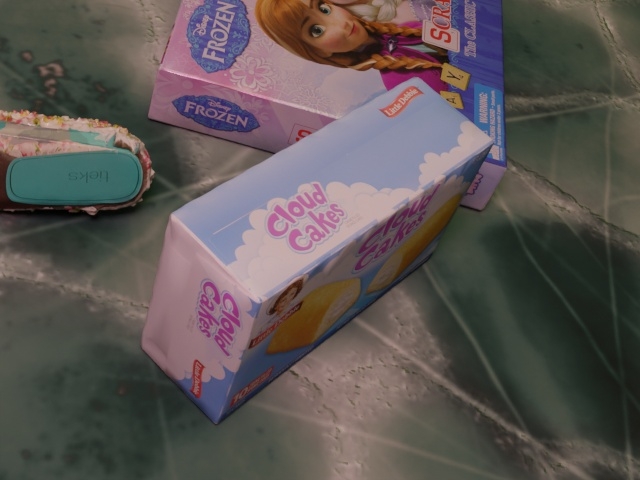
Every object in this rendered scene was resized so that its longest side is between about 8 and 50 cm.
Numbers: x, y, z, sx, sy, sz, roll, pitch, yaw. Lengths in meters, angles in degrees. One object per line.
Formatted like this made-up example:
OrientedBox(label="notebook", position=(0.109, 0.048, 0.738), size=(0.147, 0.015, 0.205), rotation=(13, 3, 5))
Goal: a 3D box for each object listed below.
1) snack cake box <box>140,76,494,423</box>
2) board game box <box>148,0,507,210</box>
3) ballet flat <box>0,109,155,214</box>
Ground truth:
OrientedBox(label="snack cake box", position=(0.000, 0.000, 0.761), size=(0.089, 0.152, 0.264), rotation=(43, 50, 16))
OrientedBox(label="board game box", position=(0.022, -0.201, 0.998), size=(0.318, 0.066, 0.318), rotation=(14, 48, -8))
OrientedBox(label="ballet flat", position=(-0.250, -0.064, 0.786), size=(0.241, 0.091, 0.077), rotation=(8, 19, -20))
